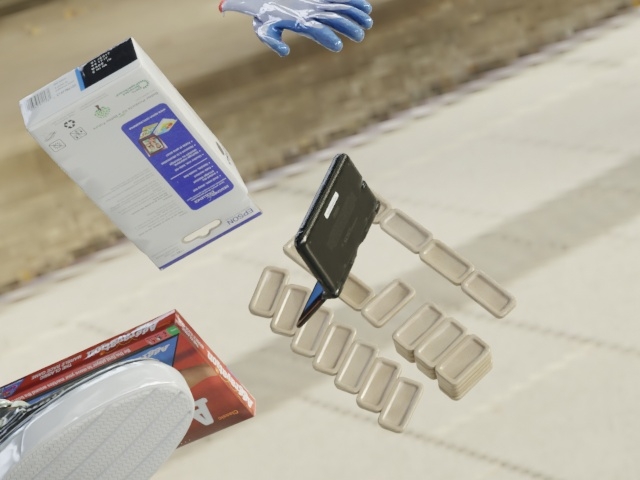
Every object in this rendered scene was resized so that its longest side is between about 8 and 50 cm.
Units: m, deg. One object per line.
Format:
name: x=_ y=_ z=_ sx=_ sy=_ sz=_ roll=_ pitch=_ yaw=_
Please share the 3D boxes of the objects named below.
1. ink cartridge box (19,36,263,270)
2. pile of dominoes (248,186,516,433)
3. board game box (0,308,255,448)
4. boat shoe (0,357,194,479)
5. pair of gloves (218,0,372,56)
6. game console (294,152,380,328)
ink cartridge box: x=-0.218 y=-0.102 z=2.400 sx=0.165 sy=0.332 sz=0.065 roll=-29 pitch=48 yaw=7
pile of dominoes: x=0.060 y=0.073 z=1.979 sx=0.196 sy=0.040 sz=0.251 roll=-42 pitch=61 yaw=-18
board game box: x=-0.220 y=0.172 z=1.892 sx=0.281 sy=0.145 sz=0.027 roll=-24 pitch=38 yaw=20
boat shoe: x=-0.256 y=0.186 z=1.593 sx=0.335 sy=0.121 sz=0.119 roll=-36 pitch=45 yaw=11
pair of gloves: x=0.008 y=-0.222 z=1.647 sx=0.159 sy=0.023 sz=0.198 roll=21 pitch=51 yaw=39
game console: x=0.000 y=0.000 z=1.743 sx=0.071 sy=0.107 sz=0.122 roll=-9 pitch=41 yaw=35
